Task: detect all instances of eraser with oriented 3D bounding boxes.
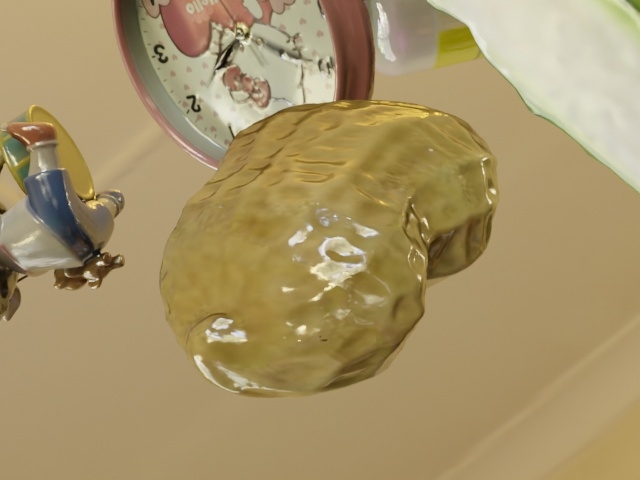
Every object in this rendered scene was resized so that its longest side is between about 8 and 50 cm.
[{"bbox_3d":[0.195,-0.163,0.911,0.274,0.210,0.092,-51,4,-32],"label":"eraser"}]

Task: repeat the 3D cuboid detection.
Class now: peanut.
[{"bbox_3d":[0.000,0.000,1.116,0.233,0.197,0.110,-52,-42,-44],"label":"peanut"}]

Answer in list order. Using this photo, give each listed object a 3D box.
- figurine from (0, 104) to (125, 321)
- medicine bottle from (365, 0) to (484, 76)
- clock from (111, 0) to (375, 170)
[{"bbox_3d":[-0.308,0.006,1.561,0.275,0.158,0.161,-29,-44,7],"label":"figurine"},{"bbox_3d":[0.111,-0.255,1.517,0.379,0.213,0.213,-13,-43,-5],"label":"medicine bottle"},{"bbox_3d":[-0.059,-0.158,1.362,0.056,0.244,0.244,-32,-31,-45],"label":"clock"}]
